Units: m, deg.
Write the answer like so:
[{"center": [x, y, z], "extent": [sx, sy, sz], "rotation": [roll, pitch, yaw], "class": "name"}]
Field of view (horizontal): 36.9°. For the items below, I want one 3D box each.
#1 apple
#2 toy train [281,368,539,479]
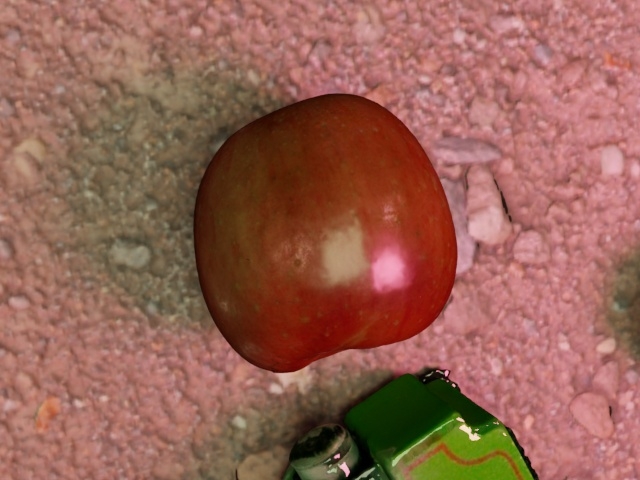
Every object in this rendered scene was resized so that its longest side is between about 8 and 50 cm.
[{"center": [0.000, 0.000, 0.654], "extent": [0.181, 0.181, 0.168], "rotation": [-20, 81, -8], "class": "apple"}, {"center": [0.083, 0.225, 0.734], "extent": [0.188, 0.132, 0.243], "rotation": [-34, 107, -10], "class": "toy train"}]
